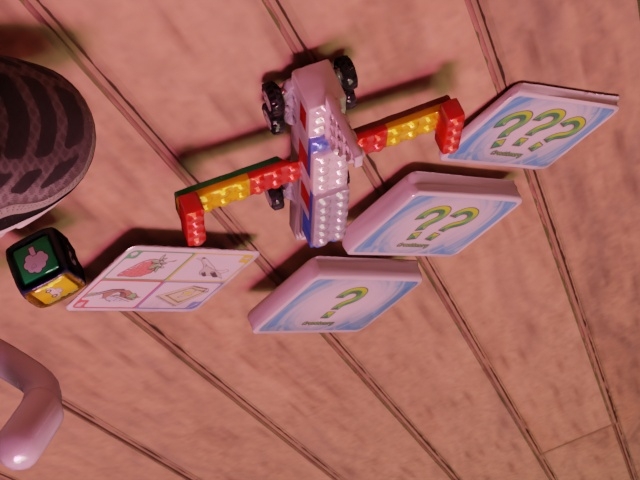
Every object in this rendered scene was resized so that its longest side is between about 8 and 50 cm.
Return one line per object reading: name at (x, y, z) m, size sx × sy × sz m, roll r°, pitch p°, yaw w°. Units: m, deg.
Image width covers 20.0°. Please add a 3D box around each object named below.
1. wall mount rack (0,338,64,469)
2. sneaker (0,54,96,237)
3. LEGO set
wall mount rack at (-0.221, 0.179, 0.635) m, size 0.304 × 0.130 × 0.350 m, roll -47°, pitch 164°, yaw -49°
sneaker at (-0.122, -0.040, 0.496) m, size 0.170 × 0.063 × 0.074 m, roll 7°, pitch 151°, yaw -44°
LEGO set at (0.000, 0.000, 0.731) m, size 0.244 × 0.060 × 0.182 m, roll 4°, pitch 144°, yaw -48°
